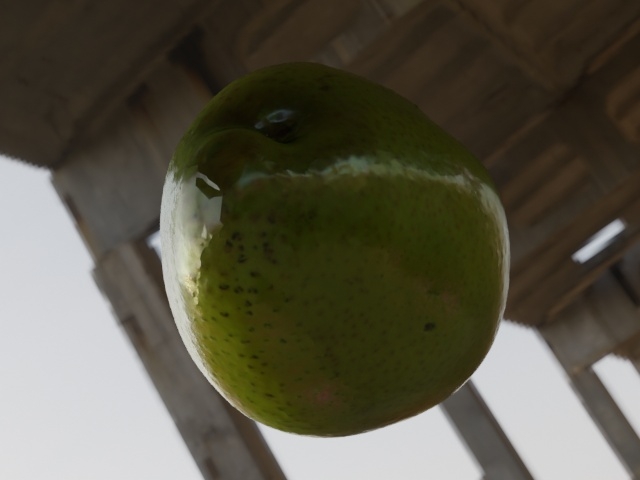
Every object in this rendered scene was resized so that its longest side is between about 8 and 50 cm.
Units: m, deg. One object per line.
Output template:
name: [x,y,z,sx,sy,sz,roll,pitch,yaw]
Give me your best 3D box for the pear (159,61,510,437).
pear: [0.000,0.000,0.743,0.187,0.187,0.220,-36,-37,10]
